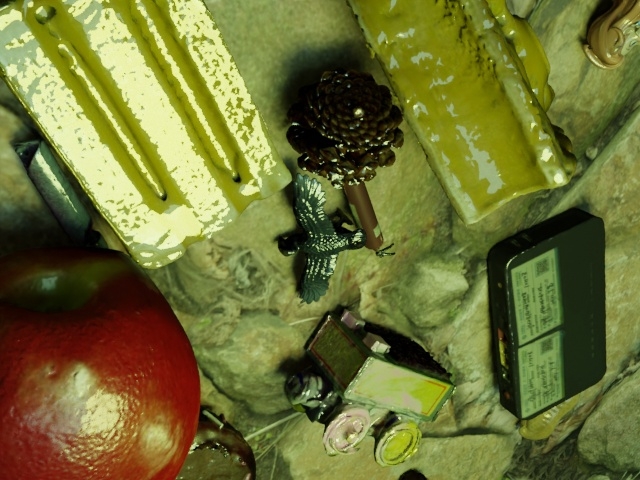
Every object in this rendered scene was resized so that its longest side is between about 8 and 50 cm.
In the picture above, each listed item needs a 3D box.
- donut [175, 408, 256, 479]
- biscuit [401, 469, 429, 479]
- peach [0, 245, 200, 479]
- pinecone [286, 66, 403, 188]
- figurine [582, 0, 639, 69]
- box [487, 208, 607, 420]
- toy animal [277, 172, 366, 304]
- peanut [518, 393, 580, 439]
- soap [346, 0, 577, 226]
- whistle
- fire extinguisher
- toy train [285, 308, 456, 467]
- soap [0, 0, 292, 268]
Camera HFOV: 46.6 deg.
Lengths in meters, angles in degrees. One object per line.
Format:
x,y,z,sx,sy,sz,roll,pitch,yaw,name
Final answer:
-0.211,0.335,1.005,0.269,0.103,0.270,-16,127,-22,donut
0.198,0.512,1.412,0.061,0.055,0.219,-36,132,-23,biscuit
-0.265,0.172,0.768,0.280,0.281,0.339,-11,132,-27,peach
0.025,-0.126,0.856,0.140,0.140,0.121,-8,159,-29,pinecone
0.436,-0.311,1.029,0.156,0.126,0.114,-21,98,24,figurine
0.393,0.132,1.273,0.211,0.058,0.350,-21,120,-18,box
0.000,0.000,0.957,0.107,0.062,0.220,-18,133,-23,toy animal
0.447,0.317,1.440,0.080,0.080,0.175,16,112,-38,peanut
0.167,-0.230,0.889,0.169,0.304,0.339,-25,104,19,soap
-0.266,-0.033,0.783,0.033,0.033,0.177,-31,131,-13,whistle
0.054,-0.036,0.978,0.035,0.048,0.173,-49,140,-24,fire extinguisher
0.075,0.224,1.098,0.260,0.134,0.178,26,102,-41,toy train
-0.176,-0.137,0.740,0.199,0.091,0.315,-35,132,-9,soap
